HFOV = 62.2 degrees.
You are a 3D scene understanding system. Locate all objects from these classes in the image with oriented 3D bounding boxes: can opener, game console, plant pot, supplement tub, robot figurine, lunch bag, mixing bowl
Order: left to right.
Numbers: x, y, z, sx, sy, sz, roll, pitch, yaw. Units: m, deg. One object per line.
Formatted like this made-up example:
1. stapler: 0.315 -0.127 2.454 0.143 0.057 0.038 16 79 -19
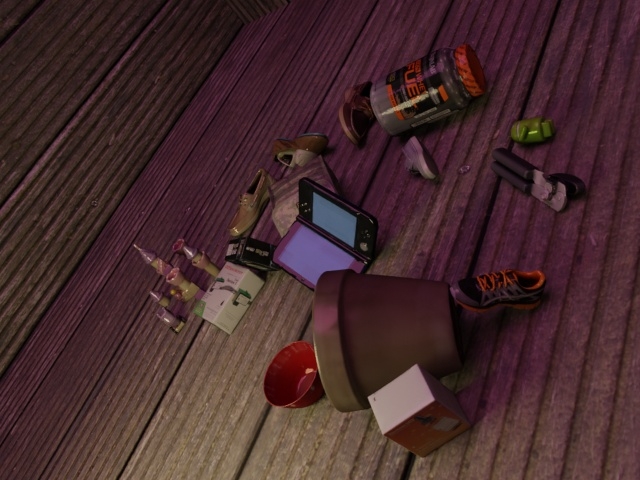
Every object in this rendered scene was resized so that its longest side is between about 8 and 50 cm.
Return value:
1. mixing bowl: -0.051 0.368 1.394 0.181 0.098 0.182 -28 38 24
2. lunch bag: -0.038 -0.120 1.798 0.235 0.169 0.287 -30 39 10
3. game console: 0.000 0.000 1.561 0.293 0.250 0.173 32 53 26
4. plant pot: 0.165 0.206 1.194 0.280 0.323 0.323 -11 45 17
5. supplement tub: 0.351 -0.491 1.737 0.337 0.207 0.207 -19 43 33
6. robot figurine: 0.571 -0.298 1.440 0.115 0.067 0.101 -2 27 45
7. can opener: 0.540 -0.161 1.351 0.093 0.074 0.280 -15 33 -17

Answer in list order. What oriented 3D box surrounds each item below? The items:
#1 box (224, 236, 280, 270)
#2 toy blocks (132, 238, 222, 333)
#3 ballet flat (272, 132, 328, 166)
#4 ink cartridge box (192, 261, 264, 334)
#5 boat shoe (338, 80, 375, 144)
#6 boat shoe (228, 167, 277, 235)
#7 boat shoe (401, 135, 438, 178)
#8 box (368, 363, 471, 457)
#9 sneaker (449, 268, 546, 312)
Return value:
1. box: -0.224 0.049 1.798 0.180 0.147 0.078 -8 66 61
2. toy blocks: -0.597 0.131 2.049 0.288 0.260 0.309 21 71 52
3. ballet flat: -0.093 -0.361 2.164 0.342 0.116 0.124 8 81 49
4. ink cartridge box: -0.318 0.195 1.845 0.160 0.092 0.220 12 65 50
5. boat shoe: 0.157 -0.501 2.028 0.123 0.123 0.342 -24 34 30
6. boat shoe: -0.292 -0.157 2.159 0.109 0.098 0.302 14 66 51
7. boat shoe: 0.305 -0.245 1.665 0.081 0.079 0.228 -41 29 23
8. box: 0.203 0.351 1.084 0.130 0.170 0.091 -38 40 13
9. sneaker: 0.380 0.097 1.134 0.214 0.083 0.084 -2 46 -13
